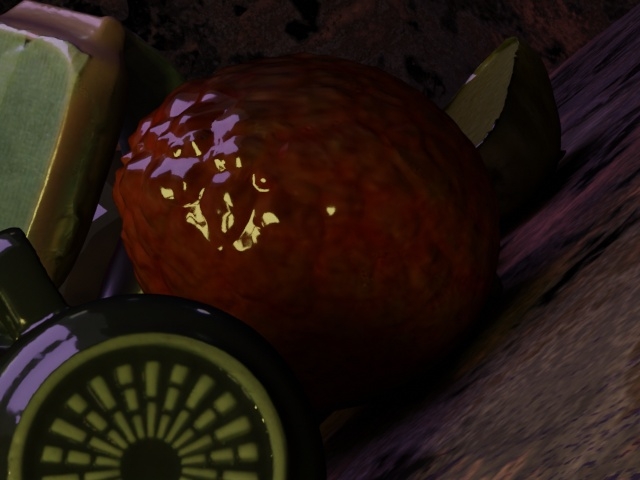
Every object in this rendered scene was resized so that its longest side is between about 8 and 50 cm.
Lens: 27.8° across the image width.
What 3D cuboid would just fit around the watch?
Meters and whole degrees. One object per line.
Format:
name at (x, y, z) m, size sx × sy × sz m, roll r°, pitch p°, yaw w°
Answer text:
watch at (-0.160, -0.025, 0.940) m, size 0.241 × 0.161 × 0.253 m, roll 17°, pitch -87°, yaw -52°

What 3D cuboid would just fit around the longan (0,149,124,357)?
longan at (-0.191, 0.082, 1.348) m, size 0.404 × 0.336 × 0.405 m, roll -16°, pitch 37°, yaw 12°

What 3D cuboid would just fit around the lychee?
lychee at (0.000, 0.000, 0.855) m, size 0.255 × 0.300 × 0.255 m, roll -33°, pitch 35°, yaw 28°

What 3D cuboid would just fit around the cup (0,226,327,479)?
cup at (-0.102, 0.099, 0.637) m, size 0.169 × 0.223 × 0.176 m, roll -29°, pitch -11°, yaw -16°

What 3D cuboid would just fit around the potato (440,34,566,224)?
potato at (0.174, -0.087, 1.253) m, size 0.160 × 0.111 × 0.272 m, roll -48°, pitch 11°, yaw 31°
